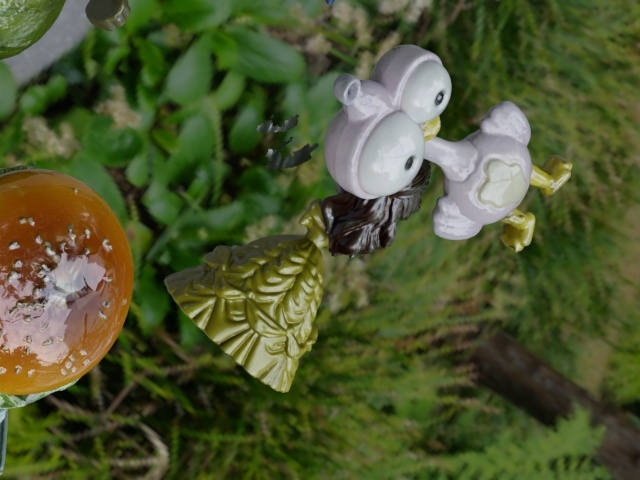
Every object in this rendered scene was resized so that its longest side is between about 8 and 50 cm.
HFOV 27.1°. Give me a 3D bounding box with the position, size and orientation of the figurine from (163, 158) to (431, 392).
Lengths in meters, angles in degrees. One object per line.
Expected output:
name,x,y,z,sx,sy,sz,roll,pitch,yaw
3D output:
figurine,0.000,-0.001,1.519,0.315,0.187,0.168,-46,169,7

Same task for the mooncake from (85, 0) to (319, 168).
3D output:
mooncake,-0.156,-0.210,1.653,0.150,0.347,0.057,-37,167,11

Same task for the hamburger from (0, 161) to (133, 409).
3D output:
hamburger,-0.286,0.044,1.298,0.246,0.170,0.246,-2,94,-40

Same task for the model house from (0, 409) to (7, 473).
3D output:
model house,-0.500,0.197,1.720,0.198,0.224,0.215,-11,114,-8

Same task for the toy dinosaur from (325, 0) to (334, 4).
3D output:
toy dinosaur,-0.003,-0.399,1.519,0.188,0.075,0.247,-56,144,5

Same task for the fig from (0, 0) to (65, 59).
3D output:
fig,-0.380,-0.259,1.365,0.235,0.203,0.203,-55,163,-46

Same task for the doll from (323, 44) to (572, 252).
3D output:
doll,0.123,-0.092,1.352,0.365,0.094,0.160,23,99,-50
